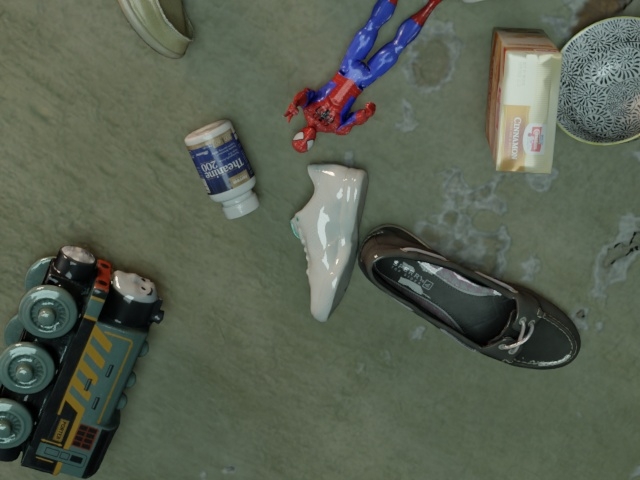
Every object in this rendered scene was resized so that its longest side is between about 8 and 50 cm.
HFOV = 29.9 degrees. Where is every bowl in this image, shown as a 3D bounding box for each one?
[{"bbox_3d":[0.373,-0.183,1.479,0.170,0.170,0.080,-39,146,14],"label":"bowl"}]

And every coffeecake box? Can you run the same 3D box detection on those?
[{"bbox_3d":[0.243,-0.173,1.449,0.068,0.185,0.142,3,108,2],"label":"coffeecake box"}]

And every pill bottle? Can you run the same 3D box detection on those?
[{"bbox_3d":[-0.125,-0.091,1.561,0.067,0.067,0.120,-21,106,10],"label":"pill bottle"}]

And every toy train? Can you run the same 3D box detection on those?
[{"bbox_3d":[-0.344,0.170,1.634,0.190,0.142,0.334,20,107,-16],"label":"toy train"}]

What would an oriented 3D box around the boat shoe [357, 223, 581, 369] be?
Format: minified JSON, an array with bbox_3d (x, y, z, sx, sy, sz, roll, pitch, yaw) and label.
[{"bbox_3d":[0.197,0.092,1.587,0.335,0.095,0.112,28,108,-6],"label":"boat shoe"}]

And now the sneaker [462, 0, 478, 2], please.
[{"bbox_3d":[0.271,-0.396,1.425,0.292,0.108,0.169,-25,109,19],"label":"sneaker"}]

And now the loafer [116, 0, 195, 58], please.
[{"bbox_3d":[-0.213,-0.353,1.462,0.092,0.102,0.269,-20,106,16],"label":"loafer"}]

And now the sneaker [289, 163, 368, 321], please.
[{"bbox_3d":[0.000,0.000,1.590,0.094,0.080,0.212,13,102,11],"label":"sneaker"}]

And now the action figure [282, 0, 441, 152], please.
[{"bbox_3d":[0.049,-0.211,1.480,0.091,0.139,0.280,36,109,-7],"label":"action figure"}]
